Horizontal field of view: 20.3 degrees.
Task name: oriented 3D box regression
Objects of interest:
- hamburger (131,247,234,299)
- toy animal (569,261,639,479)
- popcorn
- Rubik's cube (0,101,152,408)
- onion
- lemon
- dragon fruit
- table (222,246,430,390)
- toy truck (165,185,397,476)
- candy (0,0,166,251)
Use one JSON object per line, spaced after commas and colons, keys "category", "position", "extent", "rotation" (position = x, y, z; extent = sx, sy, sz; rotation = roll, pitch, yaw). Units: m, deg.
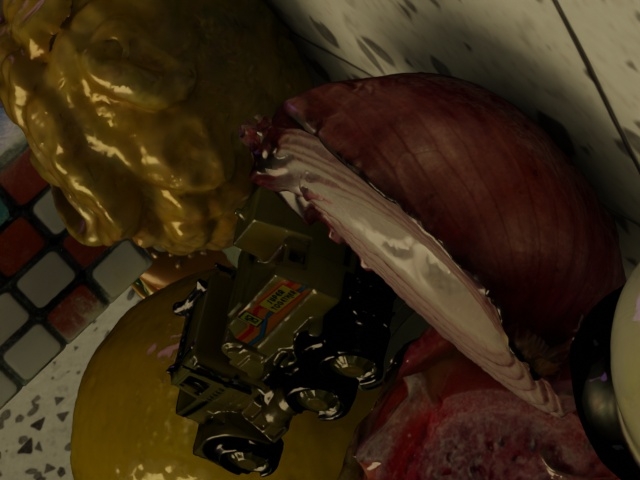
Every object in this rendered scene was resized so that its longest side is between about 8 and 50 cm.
{"category": "hamburger", "position": [-0.150, -0.004, 1.957], "extent": [0.162, 0.162, 0.115], "rotation": [44, 163, 18]}
{"category": "toy animal", "position": [0.207, 0.073, 0.844], "extent": [0.166, 0.138, 0.179], "rotation": [27, 161, 1]}
{"category": "popcorn", "position": [-0.116, -0.099, 1.268], "extent": [0.250, 0.250, 0.190], "rotation": [47, 132, 0]}
{"category": "Rubik's cube", "position": [-0.369, -0.018, 1.771], "extent": [0.259, 0.256, 0.253], "rotation": [40, 169, 41]}
{"category": "onion", "position": [0.064, -0.030, 1.031], "extent": [0.283, 0.120, 0.227], "rotation": [35, 166, 37]}
{"category": "lemon", "position": [-0.025, 0.181, 1.640], "extent": [0.364, 0.364, 0.364], "rotation": [45, 170, 10]}
{"category": "dragon fruit", "position": [0.146, 0.179, 1.197], "extent": [0.269, 0.250, 0.291], "rotation": [18, 176, 19]}
{"category": "table", "position": [0.000, 0.000, 1.413], "extent": [0.220, 0.126, 0.126], "rotation": [43, 169, 17]}
{"category": "toy truck", "position": [-0.037, 0.065, 1.260], "extent": [0.127, 0.127, 0.257], "rotation": [19, 146, -13]}
{"category": "candy", "position": [-0.215, -0.145, 1.739], "extent": [0.320, 0.135, 0.179], "rotation": [43, 170, 33]}
